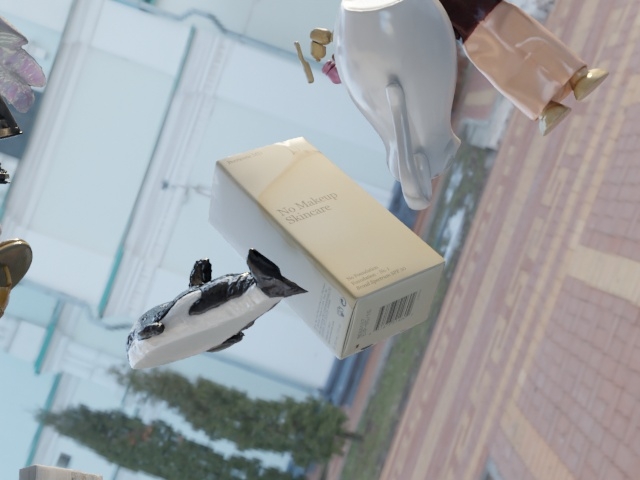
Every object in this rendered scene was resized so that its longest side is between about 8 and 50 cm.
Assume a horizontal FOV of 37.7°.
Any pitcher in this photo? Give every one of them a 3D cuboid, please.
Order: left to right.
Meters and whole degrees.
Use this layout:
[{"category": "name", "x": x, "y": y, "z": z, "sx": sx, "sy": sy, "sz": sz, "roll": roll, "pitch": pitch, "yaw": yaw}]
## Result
[{"category": "pitcher", "x": 0.086, "y": -0.151, "z": 0.969, "sx": 0.178, "sy": 0.125, "sz": 0.207, "roll": -83, "pitch": -22, "yaw": -54}]

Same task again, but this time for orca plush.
[{"category": "orca plush", "x": -0.145, "y": 0.063, "z": 1.119, "sx": 0.287, "sy": 0.151, "sz": 0.102, "roll": -39, "pitch": 57, "yaw": 50}]

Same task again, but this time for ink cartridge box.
[{"category": "ink cartridge box", "x": -0.304, "y": 0.303, "z": 1.105, "sx": 0.115, "sy": 0.029, "sz": 0.063, "roll": 33, "pitch": -136, "yaw": -55}]

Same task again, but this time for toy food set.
[{"category": "toy food set", "x": 0.025, "y": -0.226, "z": 1.137, "sx": 0.019, "sy": 0.122, "sz": 0.078, "roll": -40, "pitch": -62, "yaw": -39}]

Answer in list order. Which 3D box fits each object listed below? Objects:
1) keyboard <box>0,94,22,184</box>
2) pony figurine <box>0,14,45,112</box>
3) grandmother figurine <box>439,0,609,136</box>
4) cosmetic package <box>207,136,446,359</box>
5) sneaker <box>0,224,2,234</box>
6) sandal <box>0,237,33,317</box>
[{"category": "keyboard", "x": -0.626, "y": -0.157, "z": 1.519, "sx": 0.033, "sy": 0.201, "sz": 0.317, "roll": -36, "pitch": -8, "yaw": 40}, {"category": "pony figurine", "x": -0.482, "y": -0.175, "z": 0.851, "sx": 0.351, "sy": 0.302, "sz": 0.363, "roll": 55, "pitch": -152, "yaw": -37}, {"category": "grandmother figurine", "x": 0.226, "y": -0.300, "z": 1.314, "sx": 0.208, "sy": 0.342, "sz": 0.104, "roll": -43, "pitch": -10, "yaw": 6}, {"category": "cosmetic package", "x": 0.000, "y": 0.000, "z": 1.255, "sx": 0.160, "sy": 0.309, "sz": 0.113, "roll": -21, "pitch": -40, "yaw": -35}, {"category": "sneaker", "x": -0.425, "y": 0.019, "z": 1.022, "sx": 0.152, "sy": 0.054, "sz": 0.061, "roll": -39, "pitch": -13, "yaw": 1}, {"category": "sandal", "x": -0.360, "y": 0.070, "z": 0.971, "sx": 0.180, "sy": 0.049, "sz": 0.072, "roll": -49, "pitch": -20, "yaw": -38}]
